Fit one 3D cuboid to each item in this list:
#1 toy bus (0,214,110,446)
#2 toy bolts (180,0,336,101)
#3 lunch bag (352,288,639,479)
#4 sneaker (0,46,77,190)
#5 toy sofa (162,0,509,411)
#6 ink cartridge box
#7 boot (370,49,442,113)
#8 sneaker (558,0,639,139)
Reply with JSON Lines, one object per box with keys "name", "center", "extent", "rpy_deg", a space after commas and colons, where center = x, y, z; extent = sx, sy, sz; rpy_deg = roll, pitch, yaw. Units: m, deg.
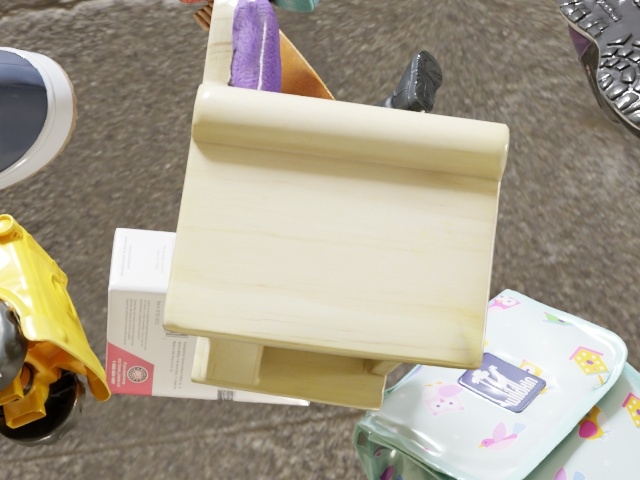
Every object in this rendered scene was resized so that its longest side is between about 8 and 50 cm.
{"name": "toy bus", "center": [-0.306, 0.069, 0.878], "extent": [0.220, 0.149, 0.211], "rpy_deg": [-23, 62, 0]}
{"name": "toy bolts", "center": [-0.010, -0.190, 0.748], "extent": [0.158, 0.228, 0.218], "rpy_deg": [-39, 94, -1]}
{"name": "lunch bag", "center": [0.176, 0.186, 0.896], "extent": [0.262, 0.223, 0.160], "rpy_deg": [50, 145, 5]}
{"name": "sneaker", "center": [-0.288, -0.029, 0.612], "extent": [0.282, 0.153, 0.099], "rpy_deg": [-30, 82, 16]}
{"name": "toy sofa", "center": [0.000, 0.000, 0.667], "extent": [0.150, 0.362, 0.177], "rpy_deg": [9, 77, -3]}
{"name": "ink cartridge box", "center": [-0.115, 0.088, 1.215], "extent": [0.237, 0.100, 0.172], "rpy_deg": [5, 132, -8]}
{"name": "boot", "center": [0.086, -0.157, 1.245], "extent": [0.099, 0.121, 0.045], "rpy_deg": [-31, 117, 34]}
{"name": "sneaker", "center": [0.341, -0.168, 1.163], "extent": [0.107, 0.283, 0.124], "rpy_deg": [-17, 128, 9]}
